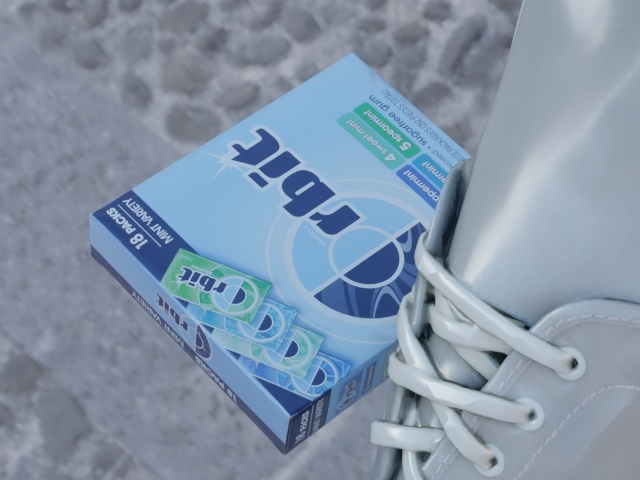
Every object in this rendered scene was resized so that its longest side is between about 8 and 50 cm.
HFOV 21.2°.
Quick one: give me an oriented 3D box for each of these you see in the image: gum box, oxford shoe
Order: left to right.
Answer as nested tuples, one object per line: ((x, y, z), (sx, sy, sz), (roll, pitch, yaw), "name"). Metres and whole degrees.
((0.000, 0.000, 0.888), (0.184, 0.041, 0.157), (-34, 64, -26), "gum box")
((0.092, 0.060, 0.763), (0.130, 0.449, 0.169), (-8, 34, -31), "oxford shoe")
